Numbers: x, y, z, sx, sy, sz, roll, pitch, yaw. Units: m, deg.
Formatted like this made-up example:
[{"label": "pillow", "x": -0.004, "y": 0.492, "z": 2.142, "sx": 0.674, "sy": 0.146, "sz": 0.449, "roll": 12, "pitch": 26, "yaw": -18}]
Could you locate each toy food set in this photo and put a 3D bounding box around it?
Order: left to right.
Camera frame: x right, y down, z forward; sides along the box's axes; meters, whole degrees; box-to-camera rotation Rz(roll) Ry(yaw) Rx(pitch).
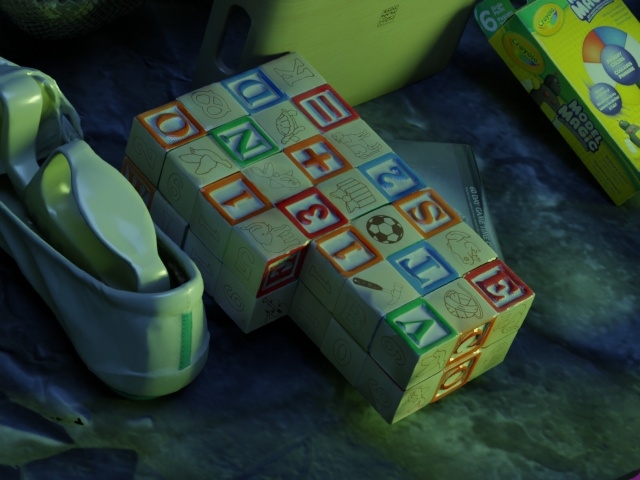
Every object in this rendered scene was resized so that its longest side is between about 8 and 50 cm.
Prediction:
[{"label": "toy food set", "x": 0.029, "y": -0.220, "z": 1.675, "sx": 0.306, "sy": 0.219, "sz": 0.092, "roll": -24, "pitch": 60, "yaw": -34}]

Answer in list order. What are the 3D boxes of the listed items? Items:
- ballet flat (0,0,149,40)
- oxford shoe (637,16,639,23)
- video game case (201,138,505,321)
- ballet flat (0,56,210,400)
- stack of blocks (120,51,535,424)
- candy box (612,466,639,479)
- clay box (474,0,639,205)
[{"label": "ballet flat", "x": -0.072, "y": -0.316, "z": 1.692, "sx": 0.483, "sy": 0.182, "sz": 0.164, "roll": -29, "pitch": 75, "yaw": -8}, {"label": "oxford shoe", "x": 0.411, "y": -0.314, "z": 1.941, "sx": 0.140, "sy": 0.146, "sz": 0.397, "roll": 17, "pitch": 45, "yaw": -1}, {"label": "video game case", "x": 0.014, "y": -0.012, "z": 1.614, "sx": 0.274, "sy": 0.026, "sz": 0.196, "roll": 2, "pitch": 48, "yaw": -16}, {"label": "ballet flat", "x": -0.213, "y": -0.051, "z": 1.500, "sx": 0.139, "sy": 0.139, "sz": 0.400, "roll": -25, "pitch": 60, "yaw": -35}, {"label": "stack of blocks", "x": 0.000, "y": 0.000, "z": 1.519, "sx": 0.171, "sy": 0.087, "sz": 0.297, "roll": -26, "pitch": 61, "yaw": -35}, {"label": "candy box", "x": 0.298, "y": 0.267, "z": 1.415, "sx": 0.159, "sy": 0.071, "sz": 0.233, "roll": -19, "pitch": 56, "yaw": -32}, {"label": "clay box", "x": 0.248, "y": -0.154, "z": 1.759, "sx": 0.127, "sy": 0.053, "sz": 0.222, "roll": -34, "pitch": 85, "yaw": -39}]
